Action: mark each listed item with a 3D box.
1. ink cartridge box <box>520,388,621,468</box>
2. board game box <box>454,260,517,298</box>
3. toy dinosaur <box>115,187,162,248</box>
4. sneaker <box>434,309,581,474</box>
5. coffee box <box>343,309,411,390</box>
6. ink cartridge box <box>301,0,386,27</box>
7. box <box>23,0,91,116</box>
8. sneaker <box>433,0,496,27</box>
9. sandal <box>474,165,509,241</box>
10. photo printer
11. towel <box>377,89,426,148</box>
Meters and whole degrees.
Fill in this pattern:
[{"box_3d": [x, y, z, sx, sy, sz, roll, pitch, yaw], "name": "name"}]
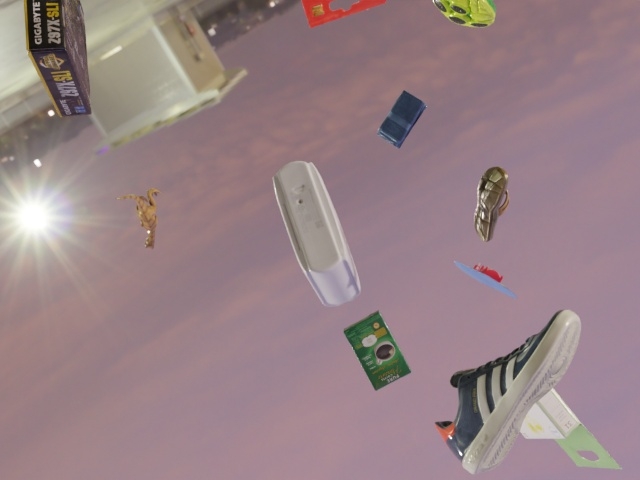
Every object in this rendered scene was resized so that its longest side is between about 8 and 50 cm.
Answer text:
[{"box_3d": [0.463, 0.377, 1.560, 0.056, 0.235, 0.171, -37, 176, -18], "name": "ink cartridge box"}, {"box_3d": [0.393, 0.078, 1.834, 0.168, 0.133, 0.033, 27, -96, 48], "name": "board game box"}, {"box_3d": [-0.387, -0.067, 1.728, 0.064, 0.212, 0.112, -8, -129, 2], "name": "toy dinosaur"}, {"box_3d": [0.329, 0.251, 1.430, 0.148, 0.131, 0.350, 41, -76, 38], "name": "sneaker"}, {"box_3d": [0.150, 0.291, 2.065, 0.113, 0.184, 0.040, -30, -178, 4], "name": "coffee box"}, {"box_3d": [0.028, -0.541, 1.483, 0.180, 0.225, 0.056, -23, -168, -17], "name": "ink cartridge box"}, {"box_3d": [-0.538, -0.432, 1.609, 0.079, 0.257, 0.322, -8, 169, -9], "name": "box"}, {"box_3d": [0.260, -0.564, 1.627, 0.123, 0.295, 0.109, -45, 174, -16], "name": "sneaker"}, {"box_3d": [0.341, -0.074, 1.530, 0.049, 0.180, 0.072, -14, -135, -14], "name": "sandal"}, {"box_3d": [0.000, 0.000, 1.705, 0.107, 0.256, 0.307, -20, 157, 2], "name": "photo printer"}, {"box_3d": [0.182, -0.273, 1.762, 0.119, 0.067, 0.029, -58, 160, 17], "name": "towel"}]
